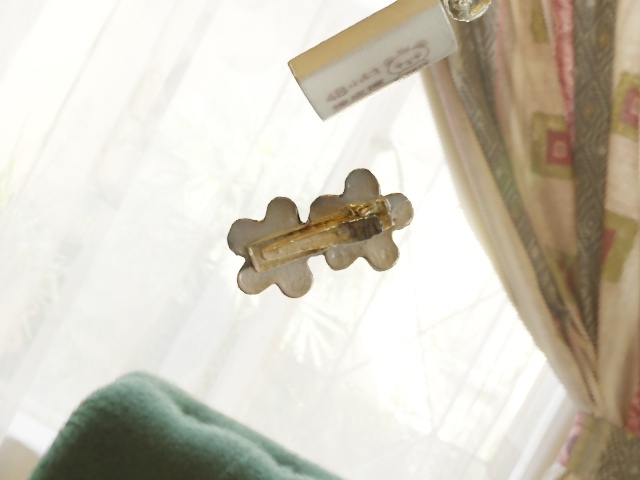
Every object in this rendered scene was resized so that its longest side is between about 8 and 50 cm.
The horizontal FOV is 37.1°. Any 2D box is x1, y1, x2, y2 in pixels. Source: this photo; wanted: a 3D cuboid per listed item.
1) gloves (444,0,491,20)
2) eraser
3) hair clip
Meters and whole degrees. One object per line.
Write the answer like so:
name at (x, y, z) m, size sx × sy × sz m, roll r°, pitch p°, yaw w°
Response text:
gloves at (0.131, -0.227, 0.893) m, size 0.081 × 0.037 × 0.044 m, roll 15°, pitch 53°, yaw -49°
eraser at (0.091, -0.316, 1.627) m, size 0.094 × 0.270 × 0.174 m, roll 66°, pitch 8°, yaw 22°
hair clip at (0.000, -0.003, 1.273) m, size 0.075 × 0.257 × 0.146 m, roll -70°, pitch 140°, yaw -68°
